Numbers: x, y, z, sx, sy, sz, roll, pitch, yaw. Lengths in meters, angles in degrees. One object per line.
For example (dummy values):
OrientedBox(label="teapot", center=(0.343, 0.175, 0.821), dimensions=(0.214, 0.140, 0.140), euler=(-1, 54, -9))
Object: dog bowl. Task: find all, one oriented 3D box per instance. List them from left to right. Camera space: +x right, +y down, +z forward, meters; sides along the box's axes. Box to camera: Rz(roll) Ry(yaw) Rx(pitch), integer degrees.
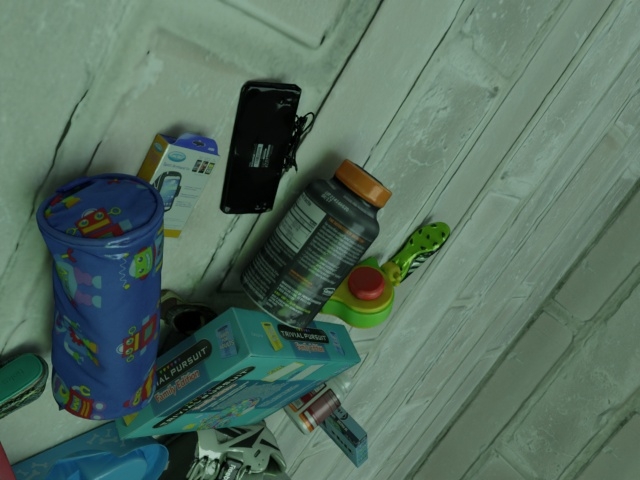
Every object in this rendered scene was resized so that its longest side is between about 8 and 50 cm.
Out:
OrientedBox(label="dog bowl", center=(-0.376, 0.371, 0.914), dimensions=(0.297, 0.074, 0.166), euler=(-17, 138, -41))

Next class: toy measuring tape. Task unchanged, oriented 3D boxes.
OrientedBox(label="toy measuring tape", center=(0.036, 0.137, 1.136), dimensions=(0.330, 0.121, 0.121), euler=(-31, 146, -27))

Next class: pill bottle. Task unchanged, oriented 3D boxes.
OrientedBox(label="pill bottle", center=(-0.002, 0.356, 1.371), dimensions=(0.152, 0.086, 0.086), euler=(-37, 149, -17))
OrientedBox(label="pill bottle", center=(0.000, 0.000, 0.908), dimensions=(0.246, 0.130, 0.130), euler=(-52, 150, 9))

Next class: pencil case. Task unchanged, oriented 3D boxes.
OrientedBox(label="pencil case", center=(-0.242, 0.071, 0.677), dimensions=(0.119, 0.133, 0.306), euler=(-39, 152, -46))

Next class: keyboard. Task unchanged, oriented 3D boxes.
OrientedBox(label="keyboard", center=(-0.072, -0.118, 0.788), dimensions=(0.100, 0.038, 0.192), euler=(0, 131, -24))

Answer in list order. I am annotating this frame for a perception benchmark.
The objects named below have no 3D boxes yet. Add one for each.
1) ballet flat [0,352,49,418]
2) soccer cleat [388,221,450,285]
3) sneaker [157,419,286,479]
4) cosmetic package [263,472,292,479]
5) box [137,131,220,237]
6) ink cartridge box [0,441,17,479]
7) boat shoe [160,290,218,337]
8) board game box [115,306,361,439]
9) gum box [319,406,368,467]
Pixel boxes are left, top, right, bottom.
OrientedBox(label="ballet flat", center=(-0.399, 0.198, 0.694), dimensions=(0.188, 0.070, 0.070), euler=(-27, 144, -27))
OrientedBox(label="soccer cleat", center=(0.200, 0.029, 1.287), dimensions=(0.179, 0.060, 0.072), euler=(-42, 160, 3))
OrientedBox(label="sneaker", center=(-0.180, 0.425, 1.167), dimensions=(0.330, 0.146, 0.122), euler=(9, 120, -54))
OrientedBox(label="cosmetic package", center=(-0.113, 0.551, 1.310), dimensions=(0.085, 0.231, 0.117), euler=(-54, 150, 11))
OrientedBox(label="box", center=(-0.173, -0.067, 0.709), dimensions=(0.081, 0.028, 0.136), euler=(6, 118, -55))
OrientedBox(label="ink cartridge box", center=(-0.361, 0.108, 0.413), dimensions=(0.117, 0.283, 0.207), euler=(-46, 150, 4))
OrientedBox(label="boat shoe", center=(-0.188, 0.118, 0.883), dimensions=(0.056, 0.049, 0.152), euler=(-50, 151, 2))
OrientedBox(label="board game box", center=(-0.120, 0.216, 0.982), dimensions=(0.253, 0.079, 0.336), euler=(-35, 154, 18))
OrientedBox(label="gum box", center=(0.049, 0.458, 1.488), dimensions=(0.041, 0.157, 0.184), euler=(-37, 148, -19))
